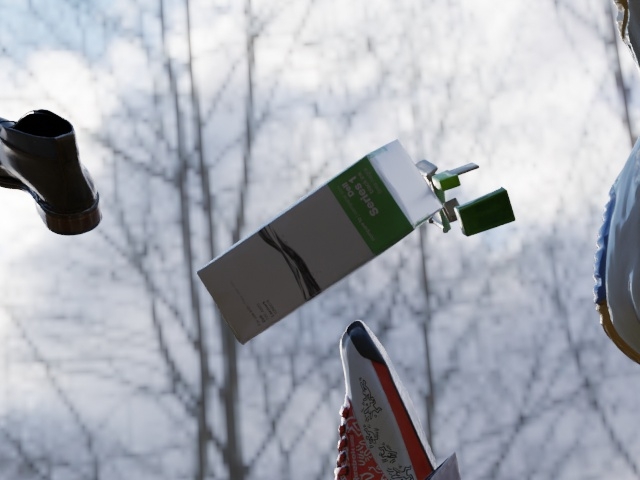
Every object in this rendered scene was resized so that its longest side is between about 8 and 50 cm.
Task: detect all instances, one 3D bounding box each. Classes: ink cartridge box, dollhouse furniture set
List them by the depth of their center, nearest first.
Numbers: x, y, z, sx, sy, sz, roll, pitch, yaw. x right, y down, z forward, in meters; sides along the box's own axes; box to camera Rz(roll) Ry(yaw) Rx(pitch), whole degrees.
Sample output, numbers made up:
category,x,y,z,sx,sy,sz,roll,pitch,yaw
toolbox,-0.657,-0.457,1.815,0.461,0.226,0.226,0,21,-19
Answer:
category,x,y,z,sx,sy,sz,roll,pitch,yaw
ink cartridge box,0.000,0.000,1.994,0.219,0.092,0.160,-33,0,16
dollhouse furniture set,0.155,-0.048,2.143,0.059,0.076,0.152,-21,17,-10

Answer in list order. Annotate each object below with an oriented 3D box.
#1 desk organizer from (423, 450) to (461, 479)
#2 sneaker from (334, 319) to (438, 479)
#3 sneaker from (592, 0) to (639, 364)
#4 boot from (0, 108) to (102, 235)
category,x,y,z,sx,sy,sz,roll,pitch,yaw
desk organizer,0.077,0.212,1.565,0.047,0.050,0.130,-9,8,20
sneaker,0.036,0.222,1.868,0.145,0.270,0.090,-24,-2,6
sneaker,0.212,-0.082,0.927,0.112,0.296,0.131,11,-15,-26
boot,-0.285,-0.100,1.935,0.082,0.219,0.106,-26,-48,-28
